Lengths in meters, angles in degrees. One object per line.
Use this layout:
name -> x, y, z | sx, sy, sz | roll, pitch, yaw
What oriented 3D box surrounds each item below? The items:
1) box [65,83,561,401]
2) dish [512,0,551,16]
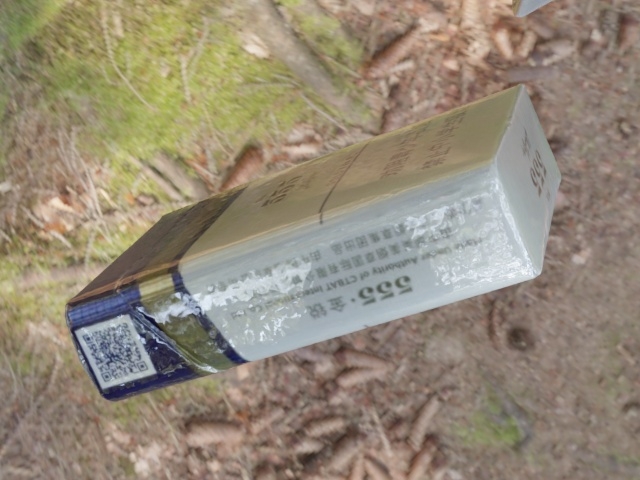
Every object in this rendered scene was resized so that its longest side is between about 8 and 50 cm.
box -> 0.000, 0.000, 0.673 | 0.259, 0.168, 0.071 | -20, 105, 22
dish -> 0.159, -0.262, 0.712 | 0.064, 0.154, 0.234 | 3, 85, 4
